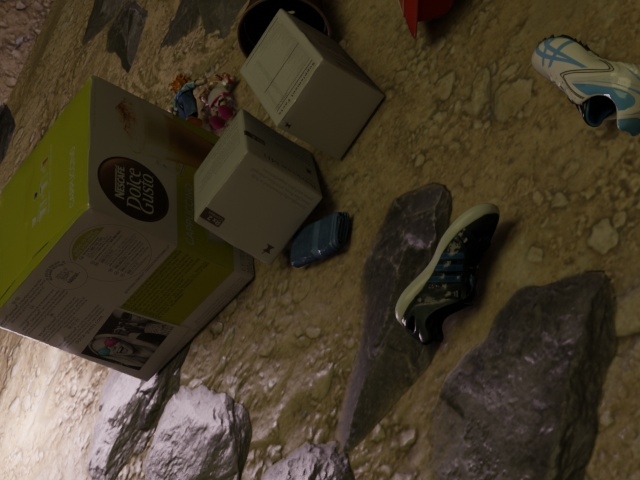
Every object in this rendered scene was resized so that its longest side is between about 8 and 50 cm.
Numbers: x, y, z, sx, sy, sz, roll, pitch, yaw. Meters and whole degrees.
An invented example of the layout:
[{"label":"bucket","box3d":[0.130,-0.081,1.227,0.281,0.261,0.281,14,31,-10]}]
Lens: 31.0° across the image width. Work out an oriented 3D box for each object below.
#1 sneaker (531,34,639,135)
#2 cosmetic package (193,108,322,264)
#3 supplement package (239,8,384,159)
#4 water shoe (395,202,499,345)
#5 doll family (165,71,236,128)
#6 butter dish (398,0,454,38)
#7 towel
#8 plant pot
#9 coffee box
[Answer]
[{"label":"sneaker","box3d":[0.323,-0.190,1.405,0.086,0.085,0.237,-56,30,4]},{"label":"cosmetic package","box3d":[-0.106,-0.089,1.883,0.151,0.151,0.184,-52,23,18]},{"label":"supplement package","box3d":[-0.019,-0.262,1.921,0.139,0.134,0.244,-54,32,16]},{"label":"water shoe","box3d":[0.180,0.047,1.483,0.080,0.073,0.203,48,115,34]},{"label":"doll family","box3d":[-0.284,-0.252,2.326,0.263,0.118,0.163,-49,34,25]},{"label":"butter dish","box3d":[0.176,-0.418,1.772,0.160,0.118,0.160,87,175,-46]},{"label":"towel","box3d":[0.000,0.000,1.806,0.119,0.029,0.067,-24,49,46]},{"label":"plant pot","box3d":[-0.062,-0.414,2.086,0.167,0.167,0.165,-42,30,33]},{"label":"coffee box","box3d":[-0.358,-0.017,2.058,0.338,0.334,0.338,-43,37,31]}]
